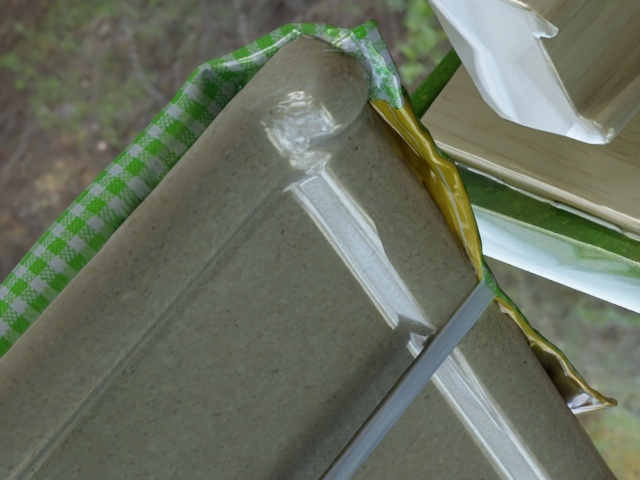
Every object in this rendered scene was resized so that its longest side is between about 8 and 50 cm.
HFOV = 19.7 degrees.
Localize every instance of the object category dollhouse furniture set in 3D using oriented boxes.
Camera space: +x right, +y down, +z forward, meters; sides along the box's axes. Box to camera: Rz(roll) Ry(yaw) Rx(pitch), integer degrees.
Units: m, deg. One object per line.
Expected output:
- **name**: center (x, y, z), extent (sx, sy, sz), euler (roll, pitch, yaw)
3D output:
- **dollhouse furniture set**: center (0.000, 0.000, 0.461), extent (0.151, 0.301, 0.197), euler (26, 160, 45)
